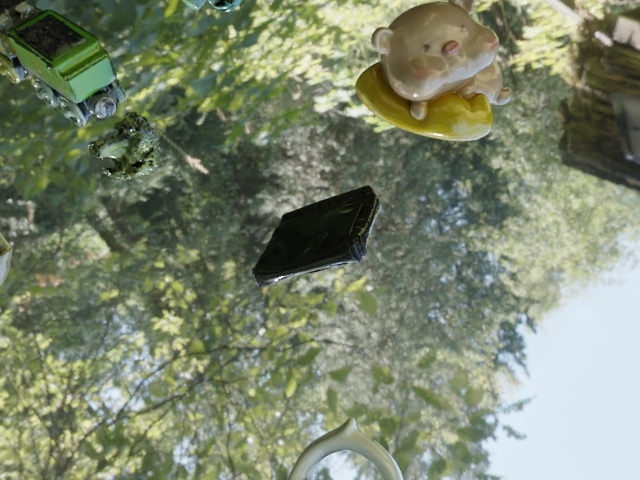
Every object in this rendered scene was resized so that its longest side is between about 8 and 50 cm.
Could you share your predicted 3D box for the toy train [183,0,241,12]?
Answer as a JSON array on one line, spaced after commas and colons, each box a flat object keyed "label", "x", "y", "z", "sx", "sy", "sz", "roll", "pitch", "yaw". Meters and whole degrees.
[{"label": "toy train", "x": -0.174, "y": -0.477, "z": 1.047, "sx": 0.203, "sy": 0.112, "sz": 0.163, "roll": -50, "pitch": -122, "yaw": 2}]

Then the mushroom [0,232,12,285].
[{"label": "mushroom", "x": -0.586, "y": -0.061, "z": 0.962, "sx": 0.122, "sy": 0.328, "sz": 0.159, "roll": -27, "pitch": -160, "yaw": 38}]

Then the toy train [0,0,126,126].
[{"label": "toy train", "x": -0.256, "y": -0.173, "z": 0.583, "sx": 0.202, "sy": 0.081, "sz": 0.060, "roll": 33, "pitch": -118, "yaw": 26}]

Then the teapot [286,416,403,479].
[{"label": "teapot", "x": -0.057, "y": 0.273, "z": 0.563, "sx": 0.300, "sy": 0.166, "sz": 0.208, "roll": -37, "pitch": 160, "yaw": 5}]

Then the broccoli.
[{"label": "broccoli", "x": -0.256, "y": -0.122, "z": 0.853, "sx": 0.092, "sy": 0.095, "sz": 0.097, "roll": -15, "pitch": -161, "yaw": -35}]

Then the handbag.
[{"label": "handbag", "x": 0.000, "y": 0.000, "z": 1.292, "sx": 0.247, "sy": 0.080, "sz": 0.223, "roll": -18, "pitch": -152, "yaw": 27}]

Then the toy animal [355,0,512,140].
[{"label": "toy animal", "x": 0.262, "y": -0.353, "z": 1.280, "sx": 0.345, "sy": 0.246, "sz": 0.277, "roll": -20, "pitch": -130, "yaw": -25}]
